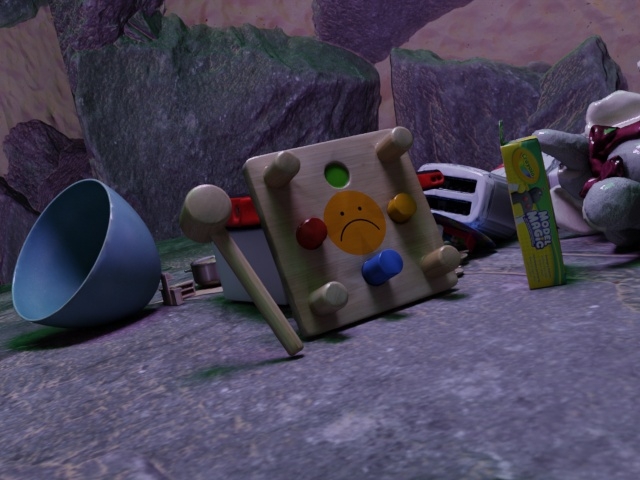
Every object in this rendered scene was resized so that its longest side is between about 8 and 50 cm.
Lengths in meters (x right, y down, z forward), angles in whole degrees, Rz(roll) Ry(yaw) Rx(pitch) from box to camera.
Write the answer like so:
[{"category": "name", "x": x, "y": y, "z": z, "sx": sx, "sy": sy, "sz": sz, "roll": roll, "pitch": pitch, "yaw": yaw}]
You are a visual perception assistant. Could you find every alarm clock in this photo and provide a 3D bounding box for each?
[{"category": "alarm clock", "x": -0.216, "y": 0.064, "z": 1.569, "sx": 0.129, "sy": 0.064, "sz": 0.192, "roll": -17, "pitch": 5, "yaw": -36}]

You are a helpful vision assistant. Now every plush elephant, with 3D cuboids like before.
[{"category": "plush elephant", "x": 0.456, "y": -0.125, "z": 1.081, "sx": 0.330, "sy": 0.271, "sz": 0.255, "roll": 19, "pitch": -1, "yaw": -39}]

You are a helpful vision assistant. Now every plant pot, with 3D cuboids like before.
[{"category": "plant pot", "x": -0.431, "y": 0.053, "z": 1.364, "sx": 0.290, "sy": 0.290, "sz": 0.195, "roll": -8, "pitch": -29, "yaw": 37}]

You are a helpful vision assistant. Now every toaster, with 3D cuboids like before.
[{"category": "toaster", "x": 0.278, "y": -0.073, "z": 1.312, "sx": 0.227, "sy": 0.129, "sz": 0.146, "roll": 16, "pitch": 4, "yaw": 42}]

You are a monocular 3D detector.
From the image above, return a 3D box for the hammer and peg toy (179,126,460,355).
[{"category": "hammer and peg toy", "x": 0.000, "y": 0.000, "z": 0.943, "sx": 0.361, "sy": 0.265, "sz": 0.127, "roll": -17, "pitch": -10, "yaw": -26}]

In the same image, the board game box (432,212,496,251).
[{"category": "board game box", "x": 0.233, "y": -0.004, "z": 1.256, "sx": 0.133, "sy": 0.033, "sz": 0.169, "roll": 27, "pitch": -7, "yaw": -13}]

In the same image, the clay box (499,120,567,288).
[{"category": "clay box", "x": 0.285, "y": -0.058, "z": 0.940, "sx": 0.053, "sy": 0.222, "sz": 0.127, "roll": -10, "pitch": 7, "yaw": 17}]

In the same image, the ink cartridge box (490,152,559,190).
[{"category": "ink cartridge box", "x": 0.476, "y": -0.108, "z": 1.384, "sx": 0.273, "sy": 0.114, "sz": 0.197, "roll": -6, "pitch": 19, "yaw": 42}]

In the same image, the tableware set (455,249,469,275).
[{"category": "tableware set", "x": 0.173, "y": 0.047, "z": 1.153, "sx": 0.141, "sy": 0.020, "sz": 0.169, "roll": -10, "pitch": 6, "yaw": 18}]

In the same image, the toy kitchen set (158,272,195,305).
[{"category": "toy kitchen set", "x": -0.291, "y": 0.092, "z": 1.448, "sx": 0.075, "sy": 0.068, "sz": 0.083, "roll": -17, "pitch": 8, "yaw": -33}]

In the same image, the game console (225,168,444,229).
[{"category": "game console", "x": -0.018, "y": -0.072, "z": 1.238, "sx": 0.342, "sy": 0.060, "sz": 0.386, "roll": -9, "pitch": 6, "yaw": -22}]

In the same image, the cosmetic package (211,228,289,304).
[{"category": "cosmetic package", "x": -0.044, "y": 0.022, "z": 1.267, "sx": 0.225, "sy": 0.138, "sz": 0.224, "roll": -15, "pitch": 7, "yaw": -34}]

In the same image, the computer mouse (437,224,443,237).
[{"category": "computer mouse", "x": 0.164, "y": 0.016, "z": 1.218, "sx": 0.106, "sy": 0.042, "sz": 0.193, "roll": -8, "pitch": -12, "yaw": -10}]
